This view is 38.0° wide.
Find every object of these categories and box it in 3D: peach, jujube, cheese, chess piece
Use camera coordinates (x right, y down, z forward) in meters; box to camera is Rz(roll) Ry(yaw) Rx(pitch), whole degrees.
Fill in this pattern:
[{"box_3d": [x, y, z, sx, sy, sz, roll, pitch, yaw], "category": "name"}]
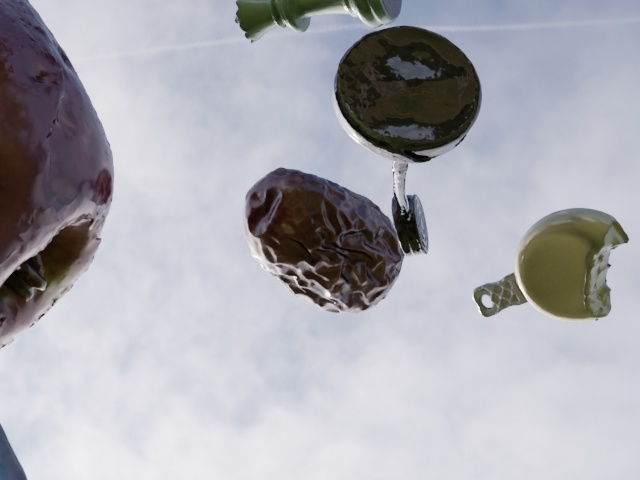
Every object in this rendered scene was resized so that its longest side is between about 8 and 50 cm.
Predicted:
[{"box_3d": [-0.382, -0.082, 0.785, 0.416, 0.353, 0.339, 32, -51, 9], "category": "peach"}, {"box_3d": [0.000, 0.000, 1.124, 0.155, 0.155, 0.230, -43, -39, 15], "category": "jujube"}, {"box_3d": [0.314, 0.036, 1.326, 0.248, 0.070, 0.163, -1, -75, 44], "category": "cheese"}, {"box_3d": [-0.006, -0.128, 0.498, 0.093, 0.042, 0.042, -6, -65, 27], "category": "chess piece"}]

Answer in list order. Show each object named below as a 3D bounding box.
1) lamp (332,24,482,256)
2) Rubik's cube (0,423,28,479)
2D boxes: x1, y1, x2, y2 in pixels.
[{"box_3d": [0.100, -0.056, 0.826, 0.108, 0.130, 0.371, -12, -25, 10], "category": "lamp"}, {"box_3d": [-0.330, 0.239, 0.416, 0.358, 0.362, 0.363, -29, -93, 38], "category": "Rubik's cube"}]
